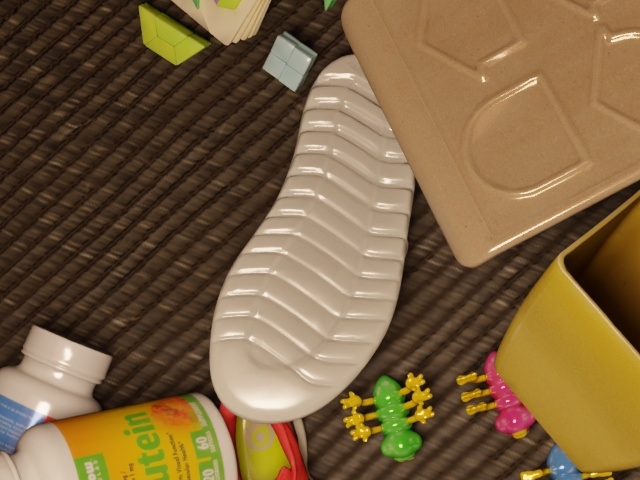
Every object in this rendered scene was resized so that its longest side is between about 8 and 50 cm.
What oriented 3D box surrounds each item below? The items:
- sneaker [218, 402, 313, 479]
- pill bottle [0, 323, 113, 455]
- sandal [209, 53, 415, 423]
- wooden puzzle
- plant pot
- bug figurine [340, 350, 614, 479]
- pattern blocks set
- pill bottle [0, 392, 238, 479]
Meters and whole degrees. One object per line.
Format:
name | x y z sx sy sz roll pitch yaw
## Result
sneaker | -0.045 0.275 1.736 0.107 0.118 0.279 -24 79 6
pill bottle | -0.300 0.204 1.784 0.124 0.124 0.221 21 87 11
sandal | 0.014 0.006 1.778 0.169 0.102 0.416 20 71 7
wooden puzzle | 0.230 -0.180 1.726 0.348 0.080 0.322 -30 69 13
plant pot | 0.293 0.100 1.637 0.212 0.212 0.187 50 137 7
bug figurine | 0.147 0.226 1.736 0.279 0.072 0.216 -14 80 7
pattern blocks set | -0.122 -0.309 1.797 0.325 0.026 0.285 27 123 15
pill bottle | -0.217 0.236 1.683 0.246 0.136 0.136 -10 79 -26
